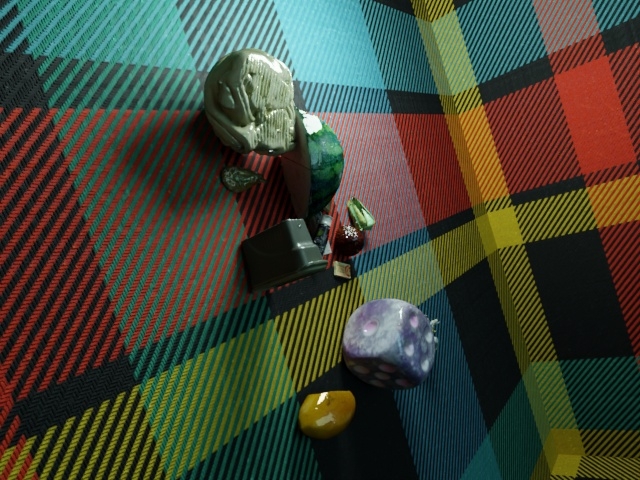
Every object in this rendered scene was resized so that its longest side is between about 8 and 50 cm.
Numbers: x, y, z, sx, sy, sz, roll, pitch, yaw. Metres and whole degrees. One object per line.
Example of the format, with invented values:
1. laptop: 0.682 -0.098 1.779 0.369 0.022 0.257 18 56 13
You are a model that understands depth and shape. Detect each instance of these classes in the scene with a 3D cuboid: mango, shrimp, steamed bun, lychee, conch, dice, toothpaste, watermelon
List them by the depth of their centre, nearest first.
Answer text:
1. steamed bun: -0.246 -0.422 1.564 0.346 0.238 0.394 -62 146 -27
2. mango: 0.020 0.580 1.632 0.252 0.126 0.153 -8 73 -51
3. shrimp: -0.257 -0.207 1.638 0.184 0.043 0.091 -8 91 -45
4. watermelon: 0.000 -0.273 1.763 0.222 0.292 0.319 -10 69 -31
5. toothpaste: 0.000 0.000 1.824 0.071 0.045 0.193 21 80 -9
6. dice: 0.266 0.402 1.878 0.271 0.270 0.270 46 46 -32
7. lychee: 0.116 -0.001 1.961 0.123 0.123 0.129 11 61 -49
8. conch: 0.166 -0.109 2.099 0.170 0.079 0.106 55 33 1

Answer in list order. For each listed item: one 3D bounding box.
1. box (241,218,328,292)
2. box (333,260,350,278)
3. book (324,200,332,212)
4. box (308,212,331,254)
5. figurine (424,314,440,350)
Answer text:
1. box: -0.124 0.047 1.531 0.138 0.274 0.178 -8 78 -53
2. box: 0.088 0.120 1.963 0.093 0.015 0.058 17 63 -46
3. book: 0.004 -0.246 1.980 0.160 0.024 0.228 35 53 -40
4. box: -0.012 -0.048 1.879 0.055 0.040 0.218 -14 88 -50
5. figurine: 0.492 0.433 2.267 0.208 0.128 0.183 -26 100 -56
